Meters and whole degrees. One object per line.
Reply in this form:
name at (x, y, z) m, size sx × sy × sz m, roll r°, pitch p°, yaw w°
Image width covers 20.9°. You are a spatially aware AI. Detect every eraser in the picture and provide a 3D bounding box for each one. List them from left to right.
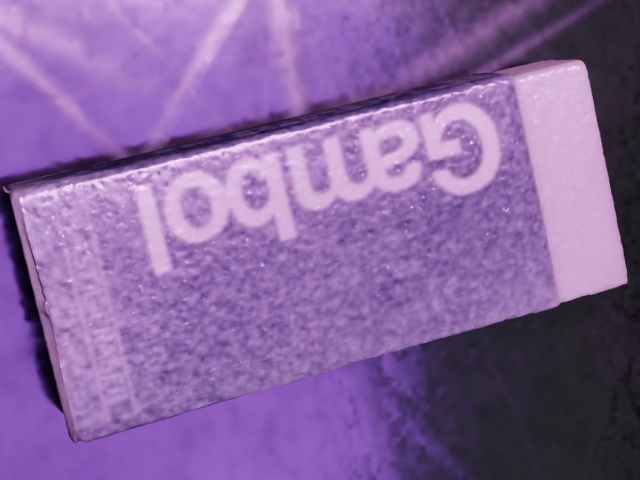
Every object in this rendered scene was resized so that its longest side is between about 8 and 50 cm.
eraser at (0.000, 0.000, 0.626) m, size 0.212 × 0.046 × 0.092 m, roll -14°, pitch 99°, yaw -14°
